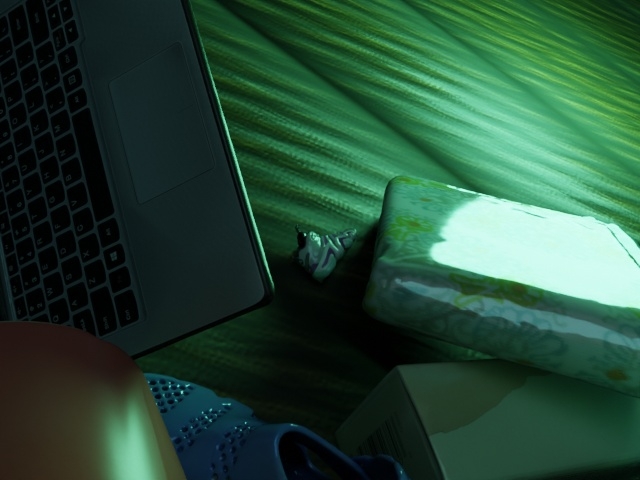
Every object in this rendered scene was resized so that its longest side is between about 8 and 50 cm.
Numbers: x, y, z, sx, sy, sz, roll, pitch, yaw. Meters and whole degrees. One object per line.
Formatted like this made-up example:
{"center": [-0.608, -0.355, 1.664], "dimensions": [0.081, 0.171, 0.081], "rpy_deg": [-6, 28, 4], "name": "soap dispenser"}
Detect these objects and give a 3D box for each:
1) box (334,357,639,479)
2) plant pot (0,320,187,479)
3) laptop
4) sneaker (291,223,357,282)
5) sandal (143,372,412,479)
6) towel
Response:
{"center": [0.190, 0.202, 0.732], "dimensions": [0.311, 0.148, 0.121], "rpy_deg": [3, 49, -31], "name": "box"}
{"center": [-0.189, 0.201, 0.442], "dimensions": [0.275, 0.274, 0.243], "rpy_deg": [6, 39, -26], "name": "plant pot"}
{"center": [-0.306, -0.067, 0.556], "dimensions": [0.236, 0.408, 0.381], "rpy_deg": [16, 53, -64], "name": "laptop"}
{"center": [0.000, 0.000, 0.881], "dimensions": [0.069, 0.038, 0.098], "rpy_deg": [37, 42, 3], "name": "sneaker"}
{"center": [-0.040, 0.187, 0.592], "dimensions": [0.318, 0.138, 0.126], "rpy_deg": [24, 43, 12], "name": "sandal"}
{"center": [0.216, 0.036, 0.816], "dimensions": [0.321, 0.090, 0.374], "rpy_deg": [13, 20, 3], "name": "towel"}
